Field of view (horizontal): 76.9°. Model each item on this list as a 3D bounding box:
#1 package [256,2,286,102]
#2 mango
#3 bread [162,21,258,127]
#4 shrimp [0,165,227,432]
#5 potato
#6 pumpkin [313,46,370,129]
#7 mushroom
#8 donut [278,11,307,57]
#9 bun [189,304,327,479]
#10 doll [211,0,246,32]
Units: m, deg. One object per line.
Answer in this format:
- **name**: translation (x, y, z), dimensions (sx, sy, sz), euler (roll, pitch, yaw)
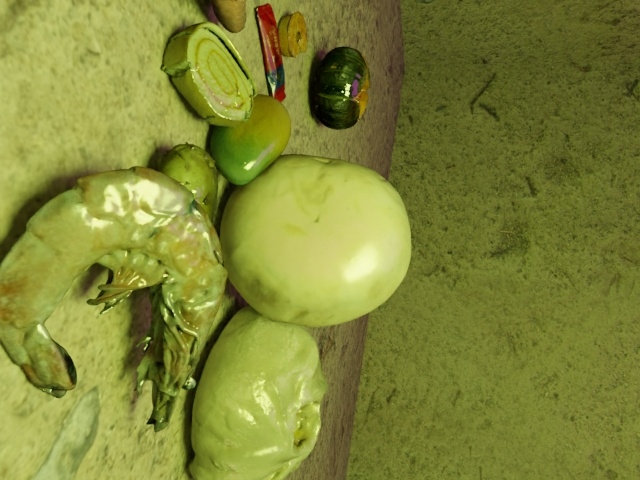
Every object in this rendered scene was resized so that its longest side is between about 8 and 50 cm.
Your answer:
- **package**: translation (-0.105, -0.405, 0.890), dimensions (0.083, 0.022, 0.200), euler (-64, 152, -49)
- **mango**: translation (-0.123, -0.181, 0.716), dimensions (0.091, 0.130, 0.194), euler (117, -14, -60)
- **bread**: translation (-0.163, -0.246, 0.618), dimensions (0.156, 0.064, 0.117), euler (58, 48, -33)
- **shrimp**: translation (-0.223, 0.092, 0.473), dimensions (0.247, 0.085, 0.359), euler (-15, 121, -39)
- **potato**: translation (-0.199, -0.027, 0.573), dimensions (0.117, 0.090, 0.225), euler (-109, -151, -86)
- **pumpkin**: translation (0.057, -0.442, 1.182), dimensions (0.238, 0.159, 0.237), euler (17, 90, -76)
- **mushroom**: translation (-0.009, -0.018, 0.792), dimensions (0.324, 0.354, 0.353), euler (69, 22, -10)
- **donut**: translation (-0.067, -0.486, 0.953), dimensions (0.108, 0.043, 0.097), euler (-56, 148, -56)
- **bun**: translation (-0.097, 0.309, 0.809), dimensions (0.365, 0.220, 0.364), euler (8, 90, -76)
- **doll**: translation (-0.175, -0.396, 0.519), dimensions (0.201, 0.156, 0.303), euler (58, -12, 13)
